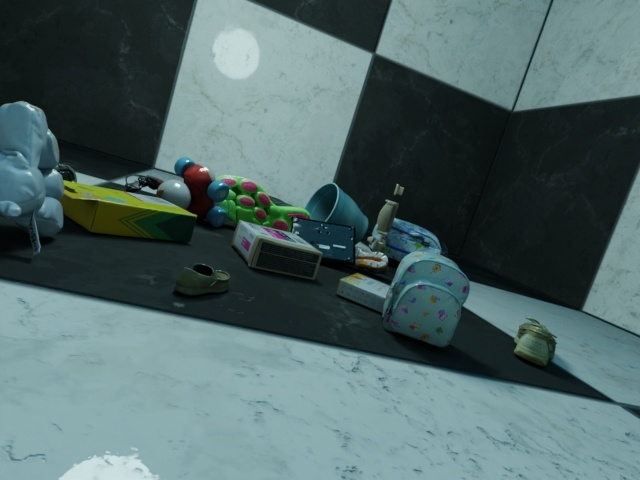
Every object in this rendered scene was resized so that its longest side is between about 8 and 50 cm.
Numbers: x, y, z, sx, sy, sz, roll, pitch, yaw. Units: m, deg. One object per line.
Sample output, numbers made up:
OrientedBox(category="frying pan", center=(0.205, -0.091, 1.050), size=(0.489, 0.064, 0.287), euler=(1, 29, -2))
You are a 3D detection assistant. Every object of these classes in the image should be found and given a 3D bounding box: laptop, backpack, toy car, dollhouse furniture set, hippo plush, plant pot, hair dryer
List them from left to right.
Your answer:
OrientedBox(category="hippo plush", center=(-0.597, -0.089, 0.729), size=(0.236, 0.234, 0.294), euler=(-3, 57, -19))
OrientedBox(category="hair dryer", center=(-0.591, -0.189, 1.629), size=(0.293, 0.080, 0.223), euler=(0, -2, -29))
OrientedBox(category="toy car", center=(-0.476, -0.140, 1.456), size=(0.219, 0.210, 0.238), euler=(35, 42, 23))
OrientedBox(category="laptop", center=(0.000, 0.000, 1.555), size=(0.234, 0.137, 0.264), euler=(9, 52, -6))
OrientedBox(category="plant pot", center=(0.086, -0.100, 2.084), size=(0.255, 0.272, 0.271), euler=(31, 0, -29))
OrientedBox(category="dollhouse furniture set", center=(0.206, -0.083, 1.762), size=(0.173, 0.356, 0.303), euler=(18, 8, 10))
OrientedBox(category="backpack", center=(0.408, 0.025, 2.002), size=(0.355, 0.273, 0.290), euler=(6, 12, 9))
OrientedBox(category="backpack", center=(0.230, 0.123, 0.923), size=(0.165, 0.188, 0.144), euler=(19, 7, 5))

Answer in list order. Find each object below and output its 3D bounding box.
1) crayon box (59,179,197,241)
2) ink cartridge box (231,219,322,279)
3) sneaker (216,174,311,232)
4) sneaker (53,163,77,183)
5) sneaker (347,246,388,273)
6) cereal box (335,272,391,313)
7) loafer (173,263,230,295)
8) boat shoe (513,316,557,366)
OrientedBox(category="crayon box", center=(-0.507, -0.074, 1.079), size=(0.202, 0.081, 0.318), euler=(23, 8, 37))
OrientedBox(category="ink cartridge box", center=(-0.130, 0.024, 1.223), size=(0.193, 0.088, 0.234), euler=(15, 8, -27))
OrientedBox(category="sneaker", center=(-0.252, -0.117, 1.723), size=(0.202, 0.185, 0.482), euler=(14, -10, 44))
OrientedBox(category="sneaker", center=(-0.773, -0.155, 1.114), size=(0.106, 0.101, 0.267), euler=(-3, 4, 12))
OrientedBox(category="sneaker", center=(0.152, 0.079, 1.570), size=(0.214, 0.084, 0.083), euler=(15, -24, 31))
OrientedBox(category="cereal box", center=(0.178, 0.154, 1.124), size=(0.240, 0.047, 0.173), euler=(20, 8, 18))
OrientedBox(category="loafer", center=(-0.214, 0.071, 0.807), size=(0.056, 0.050, 0.148), euler=(20, 8, 15))
OrientedBox(category="boat shoe", center=(0.577, 0.258, 1.128), size=(0.104, 0.089, 0.285), euler=(20, 7, 24))
